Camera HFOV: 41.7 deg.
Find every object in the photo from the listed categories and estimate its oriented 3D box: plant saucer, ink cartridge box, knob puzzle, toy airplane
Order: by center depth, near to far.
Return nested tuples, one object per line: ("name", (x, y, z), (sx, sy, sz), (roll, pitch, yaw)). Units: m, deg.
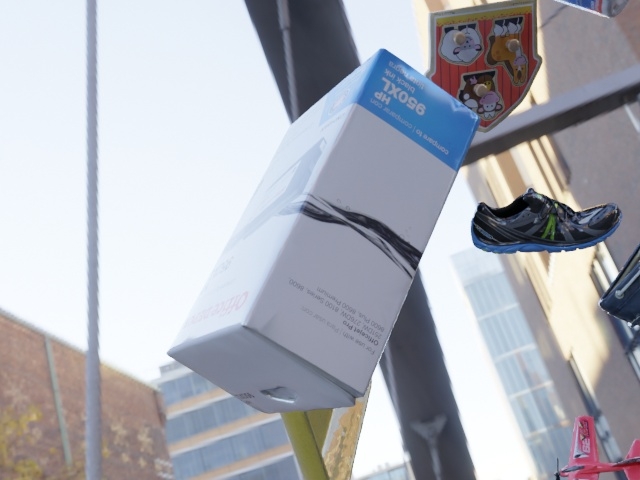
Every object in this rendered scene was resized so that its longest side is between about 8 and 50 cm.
("ink cartridge box", (0.000, 0.000, 1.055), (0.166, 0.395, 0.285), (33, -26, -16))
("toy airplane", (0.364, 0.293, 1.092), (0.028, 0.151, 0.151), (30, -47, -24))
("knob puzzle", (0.248, -0.253, 1.258), (0.213, 0.030, 0.213), (-6, -67, -15))
("plant saucer", (0.007, 0.277, 1.556), (0.081, 0.332, 0.333), (1, -49, 18))

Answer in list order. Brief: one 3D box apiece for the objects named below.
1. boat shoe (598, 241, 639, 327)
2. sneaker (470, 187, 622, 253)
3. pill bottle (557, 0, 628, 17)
("boat shoe", (0.381, -0.025, 0.894), (0.254, 0.079, 0.095), (-64, -7, 6))
("sneaker", (0.282, -0.028, 1.051), (0.188, 0.078, 0.067), (-4, 17, 6))
("pill bottle", (0.381, -0.442, 1.324), (0.124, 0.221, 0.124), (-40, -34, -35))
